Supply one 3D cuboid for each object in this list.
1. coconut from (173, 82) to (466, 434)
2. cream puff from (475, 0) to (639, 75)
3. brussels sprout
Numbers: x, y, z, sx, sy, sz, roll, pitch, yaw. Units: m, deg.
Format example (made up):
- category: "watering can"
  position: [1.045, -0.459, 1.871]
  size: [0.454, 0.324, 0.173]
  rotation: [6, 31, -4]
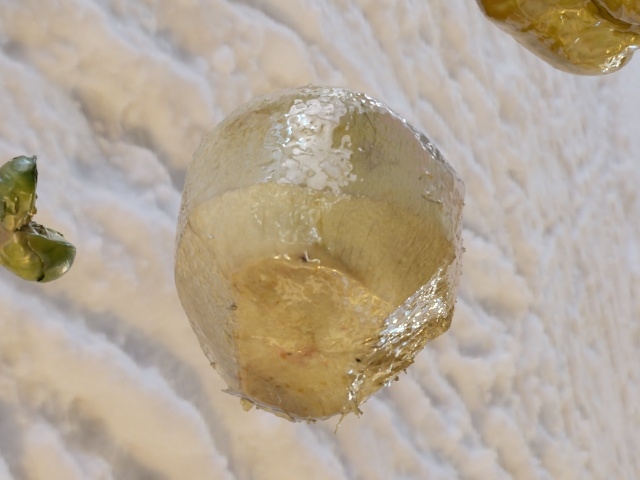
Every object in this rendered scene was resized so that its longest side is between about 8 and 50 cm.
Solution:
- category: "coconut"
  position: [0.000, -0.003, 0.658]
  size: [0.194, 0.194, 0.194]
  rotation: [36, 48, -53]
- category: "cream puff"
  position: [0.142, -0.240, 0.579]
  size: [0.270, 0.274, 0.323]
  rotation: [11, 54, -26]
- category: "brussels sprout"
  position: [-0.192, -0.011, 0.711]
  size: [0.051, 0.046, 0.083]
  rotation: [-40, 118, -47]
